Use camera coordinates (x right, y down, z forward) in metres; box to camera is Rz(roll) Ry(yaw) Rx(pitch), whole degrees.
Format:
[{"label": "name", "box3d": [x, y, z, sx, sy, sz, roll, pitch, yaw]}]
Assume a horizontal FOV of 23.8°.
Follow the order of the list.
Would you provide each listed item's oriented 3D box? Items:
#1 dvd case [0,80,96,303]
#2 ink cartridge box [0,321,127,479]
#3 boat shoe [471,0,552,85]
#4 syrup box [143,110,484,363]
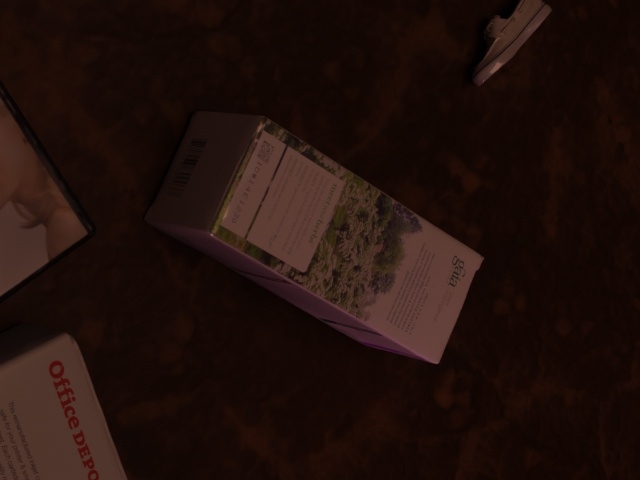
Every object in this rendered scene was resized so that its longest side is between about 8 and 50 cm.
[{"label": "dvd case", "box3d": [-0.274, -0.060, 0.933, 0.180, 0.022, 0.253, -38, 105, -28]}, {"label": "ink cartridge box", "box3d": [-0.229, 0.147, 0.979, 0.175, 0.072, 0.127, -27, 109, -32]}, {"label": "boat shoe", "box3d": [0.151, -0.170, 1.261, 0.035, 0.035, 0.100, 42, 71, -2]}, {"label": "syrup box", "box3d": [0.000, 0.000, 1.121, 0.237, 0.096, 0.093, 31, 78, -35]}]
